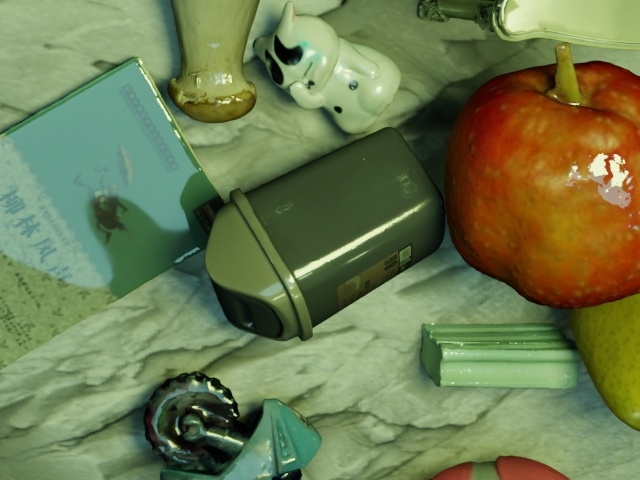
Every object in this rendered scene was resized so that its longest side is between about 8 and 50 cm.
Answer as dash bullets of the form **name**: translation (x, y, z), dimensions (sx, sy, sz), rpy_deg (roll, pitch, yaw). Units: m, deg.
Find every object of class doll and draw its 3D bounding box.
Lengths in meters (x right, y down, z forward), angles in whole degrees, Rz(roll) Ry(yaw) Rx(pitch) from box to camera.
- **doll**: translation (0.012, -0.209, 1.396), dimensions (0.180, 0.107, 0.110), rpy_deg (24, 135, -20)

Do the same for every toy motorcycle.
- **toy motorcycle**: translation (-0.111, 0.375, 1.489), dimensions (0.232, 0.172, 0.416), rpy_deg (-2, 96, -3)

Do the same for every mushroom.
- **mushroom**: translation (-0.118, -0.312, 1.334), dimensions (0.128, 0.128, 0.350), rpy_deg (2, 111, -11)

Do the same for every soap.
- **soap**: translation (0.244, 0.158, 1.529), dimensions (0.198, 0.114, 0.063), rpy_deg (1, 105, -9)

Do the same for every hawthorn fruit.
- **hawthorn fruit**: translation (0.276, -0.087, 1.255), dimensions (0.287, 0.287, 0.330), rpy_deg (-19, 133, -5)

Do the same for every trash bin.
- **trash bin**: translation (0.000, 0.000, 1.389), dimensions (0.290, 0.209, 0.182), rpy_deg (-29, 68, -8)

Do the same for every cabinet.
- **cabinet**: translation (0.297, -0.344, 1.305), dimensions (0.290, 0.318, 0.227), rpy_deg (2, 102, -11)

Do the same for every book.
- **book**: translation (-0.326, -0.029, 1.420), dimensions (0.379, 0.031, 0.264), rpy_deg (-31, 109, -1)

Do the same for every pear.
- **pear**: translation (0.455, 0.040, 1.408), dimensions (0.191, 0.340, 0.386), rpy_deg (36, 59, -27)

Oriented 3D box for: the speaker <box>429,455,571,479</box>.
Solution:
- **speaker**: translation (0.237, 0.439, 1.521), dimensions (0.294, 0.294, 0.294), rpy_deg (-2, 105, -10)
